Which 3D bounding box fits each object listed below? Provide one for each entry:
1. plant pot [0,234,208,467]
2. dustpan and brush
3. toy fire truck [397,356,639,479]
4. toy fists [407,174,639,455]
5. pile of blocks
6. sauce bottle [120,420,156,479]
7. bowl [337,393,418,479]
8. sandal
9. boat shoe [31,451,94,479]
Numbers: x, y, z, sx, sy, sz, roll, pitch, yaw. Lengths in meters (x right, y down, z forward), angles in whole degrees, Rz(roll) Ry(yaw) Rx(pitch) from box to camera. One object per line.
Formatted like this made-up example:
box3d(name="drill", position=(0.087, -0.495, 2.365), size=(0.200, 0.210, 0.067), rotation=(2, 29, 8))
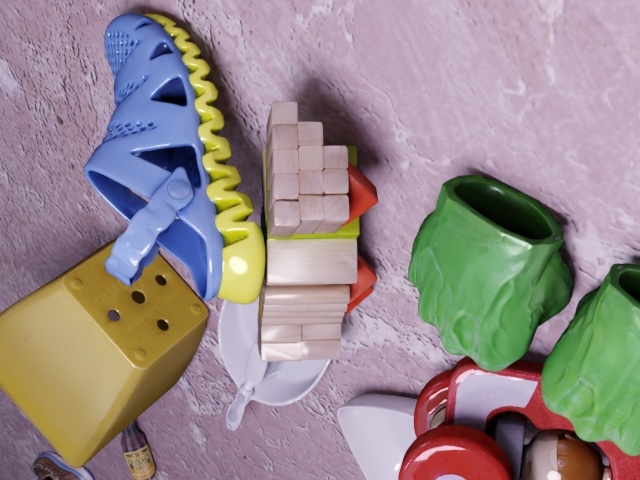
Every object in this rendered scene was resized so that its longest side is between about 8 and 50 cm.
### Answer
box3d(name="plant pot", position=(-0.266, 0.115, 1.259), size=(0.212, 0.212, 0.187), rotation=(49, 131, 1))
box3d(name="dustpan and brush", position=(-0.077, 0.161, 1.210), size=(0.147, 0.060, 0.211), rotation=(38, 142, 15))
box3d(name="toy fire truck", position=(0.198, 0.257, 0.924), size=(0.254, 0.169, 0.302), rotation=(8, 105, 9))
box3d(name="toy fists", position=(0.194, 0.063, 0.821), size=(0.279, 0.096, 0.142), rotation=(32, 125, 22))
box3d(name="pile of blocks", position=(0.000, 0.000, 0.977), size=(0.113, 0.149, 0.362), rotation=(0, 148, -7))
box3d(name="sauce bottle", position=(-0.293, 0.329, 1.599), size=(0.042, 0.042, 0.128), rotation=(18, 136, 35))
box3d(name="bowl", position=(0.098, 0.223, 1.095), size=(0.142, 0.053, 0.142), rotation=(-2, 121, 46))
box3d(name="sandal", position=(-0.158, -0.080, 0.952), size=(0.126, 0.138, 0.317), rotation=(118, 135, -58))
box3d(name="boat shoe", position=(-0.500, 0.445, 1.893), size=(0.183, 0.066, 0.066), rotation=(-5, 118, 47))
